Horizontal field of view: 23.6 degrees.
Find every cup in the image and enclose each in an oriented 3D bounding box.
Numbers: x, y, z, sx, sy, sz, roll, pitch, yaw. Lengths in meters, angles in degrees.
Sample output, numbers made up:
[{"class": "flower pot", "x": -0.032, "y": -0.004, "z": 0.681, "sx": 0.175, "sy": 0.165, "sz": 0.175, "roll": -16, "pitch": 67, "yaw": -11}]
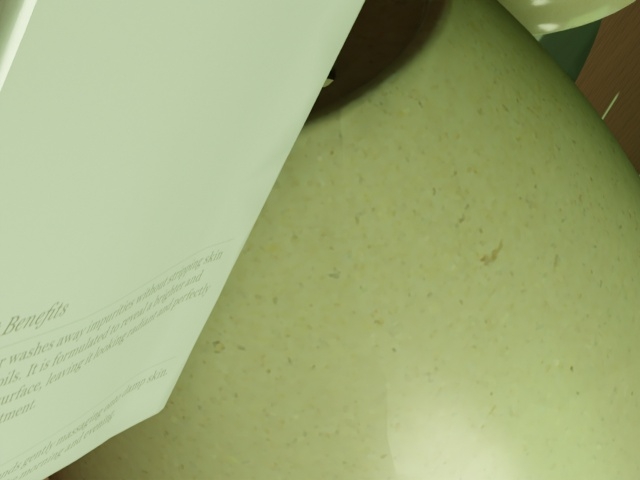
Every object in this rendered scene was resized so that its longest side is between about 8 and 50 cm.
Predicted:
[{"class": "cup", "x": 0.000, "y": 0.000, "z": 0.692, "sx": 0.331, "sy": 0.331, "sz": 0.237, "roll": -48, "pitch": 137, "yaw": -31}]

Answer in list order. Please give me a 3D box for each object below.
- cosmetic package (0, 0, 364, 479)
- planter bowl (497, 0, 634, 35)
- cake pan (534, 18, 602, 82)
[{"class": "cosmetic package", "x": -0.080, "y": -0.109, "z": 0.442, "sx": 0.385, "sy": 0.156, "sz": 0.217, "roll": -64, "pitch": 164, "yaw": 20}, {"class": "planter bowl", "x": 0.104, "y": -0.195, "z": 0.869, "sx": 0.162, "sy": 0.162, "sz": 0.109, "roll": -43, "pitch": 133, "yaw": -42}, {"class": "cake pan", "x": 0.157, "y": -0.122, "z": 1.329, "sx": 0.293, "sy": 0.054, "sz": 0.293, "roll": -50, "pitch": 163, "yaw": -21}]
